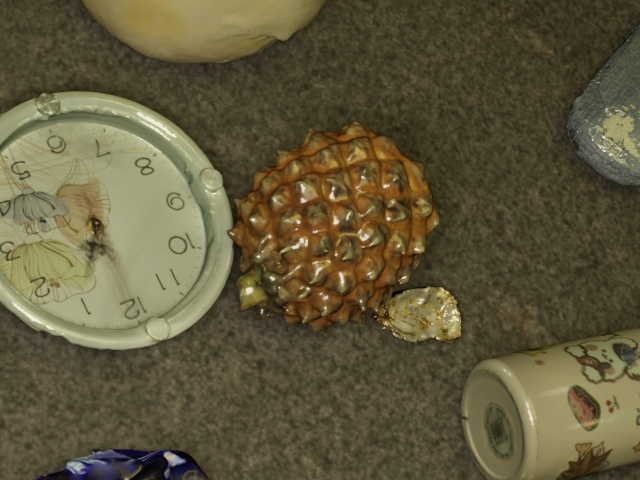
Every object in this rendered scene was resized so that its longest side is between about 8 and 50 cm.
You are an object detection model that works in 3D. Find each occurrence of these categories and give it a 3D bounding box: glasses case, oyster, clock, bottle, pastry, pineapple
[{"bbox_3d":[0.338,-0.163,1.883,0.109,0.067,0.282,39,60,2],"label":"glasses case"},{"bbox_3d":[0.083,0.067,1.700,0.083,0.019,0.054,0,68,-25],"label":"oyster"},{"bbox_3d":[-0.187,-0.013,1.605,0.236,0.053,0.236,10,62,-20],"label":"clock"},{"bbox_3d":[0.255,0.136,1.679,0.253,0.120,0.120,-11,71,-26],"label":"bottle"},{"bbox_3d":[-0.106,-0.280,1.721,0.265,0.133,0.265,10,59,-17],"label":"pastry"},{"bbox_3d":[0.000,0.000,1.619,0.193,0.166,0.166,-38,84,-24],"label":"pineapple"}]

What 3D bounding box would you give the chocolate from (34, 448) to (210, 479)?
[{"bbox_3d":[-0.223,0.246,1.445,0.343,0.126,0.148,-16,46,-35],"label":"chocolate"}]
